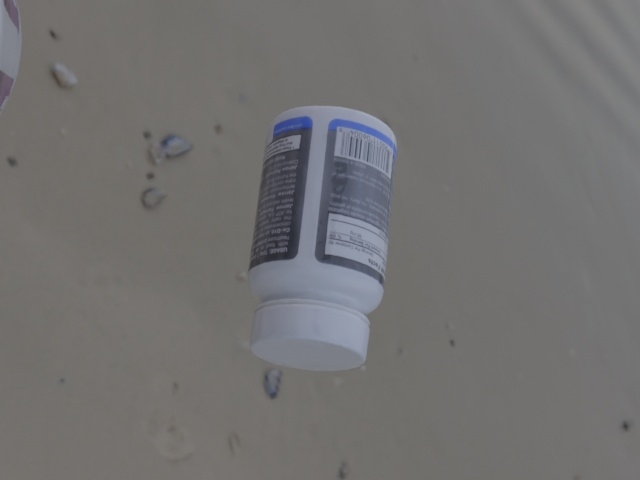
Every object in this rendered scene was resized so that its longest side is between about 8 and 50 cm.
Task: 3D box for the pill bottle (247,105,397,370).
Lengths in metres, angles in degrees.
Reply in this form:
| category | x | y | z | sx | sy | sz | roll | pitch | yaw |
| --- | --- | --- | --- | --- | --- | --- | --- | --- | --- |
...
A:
| category | x | y | z | sx | sy | sz | roll | pitch | yaw |
| --- | --- | --- | --- | --- | --- | --- | --- | --- | --- |
| pill bottle | 0.000 | 0.000 | 0.678 | 0.078 | 0.078 | 0.137 | 30 | 60 | -47 |

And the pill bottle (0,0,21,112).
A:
| category | x | y | z | sx | sy | sz | roll | pitch | yaw |
| --- | --- | --- | --- | --- | --- | --- | --- | --- | --- |
| pill bottle | -0.216 | -0.094 | 0.501 | 0.169 | 0.169 | 0.301 | 63 | -8 | -11 |
